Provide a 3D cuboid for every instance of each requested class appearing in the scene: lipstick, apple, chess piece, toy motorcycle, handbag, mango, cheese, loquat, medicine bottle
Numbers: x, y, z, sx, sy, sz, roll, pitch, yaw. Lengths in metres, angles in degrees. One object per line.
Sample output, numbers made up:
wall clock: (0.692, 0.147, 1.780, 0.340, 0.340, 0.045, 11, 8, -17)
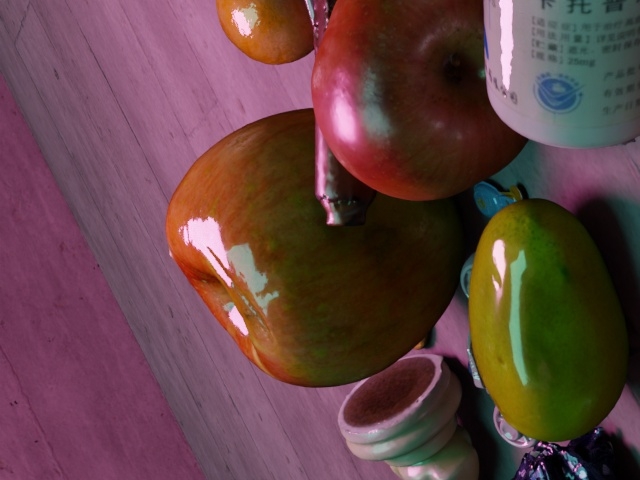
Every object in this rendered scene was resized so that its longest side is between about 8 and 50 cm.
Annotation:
lipstick: (0.025, -0.224, 1.834, 0.077, 0.077, 0.418, -168, 76, -65)
apple: (0.000, 0.000, 2.039, 0.339, 0.340, 0.339, 51, 156, 32)
chess piece: (0.163, 0.308, 2.277, 0.298, 0.176, 0.176, 57, 164, -22)
toy motorcycle: (0.227, 0.124, 1.952, 0.112, 0.112, 0.254, 28, 138, 58)
handbag: (0.288, 0.319, 1.994, 0.162, 0.113, 0.260, 63, 161, 21)
mango: (0.232, 0.079, 1.786, 0.185, 0.149, 0.273, -147, 41, -67)
apple: (0.097, -0.165, 1.702, 0.241, 0.242, 0.242, 13, 127, 67)
cheese: (0.199, -0.044, 1.908, 0.047, 0.017, 0.111, 65, 160, -13)
loquat: (-0.057, -0.286, 2.074, 0.163, 0.137, 0.163, 35, 151, 23)
medicine bottle: (0.218, -0.232, 1.411, 0.170, 0.170, 0.293, 46, 152, 41)

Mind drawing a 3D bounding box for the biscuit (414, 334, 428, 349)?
biscuit: (0.071, 0.050, 2.323, 0.247, 0.029, 0.118, 52, 157, 30)

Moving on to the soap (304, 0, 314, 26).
soap: (0.021, -0.265, 1.954, 0.122, 0.065, 0.203, -88, -19, -67)
